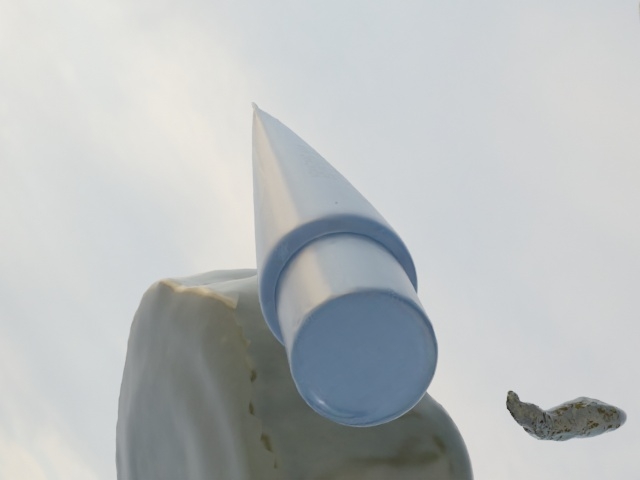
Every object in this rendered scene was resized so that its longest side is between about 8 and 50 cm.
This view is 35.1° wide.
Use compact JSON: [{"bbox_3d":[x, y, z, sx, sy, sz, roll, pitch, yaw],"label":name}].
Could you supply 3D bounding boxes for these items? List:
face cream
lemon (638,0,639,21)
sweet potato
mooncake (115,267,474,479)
[{"bbox_3d":[0.000,0.000,0.636,0.135,0.086,0.385,59,3,-17],"label":"face cream"},{"bbox_3d":[0.389,-0.235,1.048,0.114,0.114,0.155,41,-1,33],"label":"lemon"},{"bbox_3d":[0.211,0.155,0.880,0.038,0.153,0.041,3,-96,56],"label":"sweet potato"},{"bbox_3d":[-0.053,0.253,1.141,0.467,0.262,0.467,10,-78,57],"label":"mooncake"}]
